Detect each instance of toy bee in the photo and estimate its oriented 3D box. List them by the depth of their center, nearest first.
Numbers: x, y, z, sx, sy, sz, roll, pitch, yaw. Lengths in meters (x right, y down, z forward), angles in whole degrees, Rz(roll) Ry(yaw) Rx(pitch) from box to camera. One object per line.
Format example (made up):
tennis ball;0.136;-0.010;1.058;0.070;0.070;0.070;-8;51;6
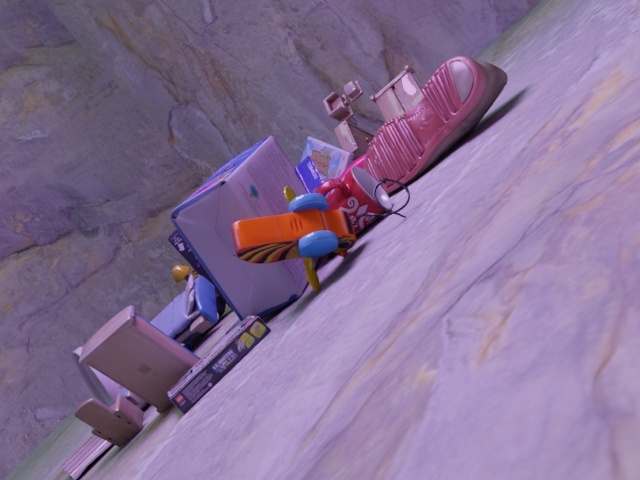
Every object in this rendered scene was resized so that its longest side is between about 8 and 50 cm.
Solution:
toy bee;0.000;0.000;1.213;0.162;0.298;0.195;82;-165;-65

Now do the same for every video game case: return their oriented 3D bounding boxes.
video game case;0.002;-0.183;1.963;0.212;0.023;0.194;31;109;50

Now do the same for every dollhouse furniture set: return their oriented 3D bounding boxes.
dollhouse furniture set;-0.383;0.193;1.409;0.286;0.198;0.303;-40;29;14
dollhouse furniture set;0.228;-0.368;1.921;0.355;0.303;0.173;-36;-30;27

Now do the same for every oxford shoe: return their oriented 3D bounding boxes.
oxford shoe;0.238;-0.220;1.440;0.146;0.141;0.397;-7;-24;-39

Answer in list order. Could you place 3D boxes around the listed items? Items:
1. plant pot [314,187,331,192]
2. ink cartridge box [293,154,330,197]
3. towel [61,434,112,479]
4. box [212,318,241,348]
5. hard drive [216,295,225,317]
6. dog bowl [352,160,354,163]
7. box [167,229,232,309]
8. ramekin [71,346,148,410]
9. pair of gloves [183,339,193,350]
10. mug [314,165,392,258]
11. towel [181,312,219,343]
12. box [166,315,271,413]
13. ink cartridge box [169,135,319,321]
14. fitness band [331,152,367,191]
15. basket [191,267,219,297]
plant pot;-0.062;-0.072;1.843;0.180;0.201;0.201;-27;-1;-27
ink cartridge box;-0.071;-0.060;1.661;0.224;0.223;0.045;-39;-25;25
towel;-0.497;0.462;1.505;0.144;0.029;0.197;-45;10;-27
box;-0.157;0.175;1.401;0.081;0.028;0.136;-36;6;41
hard drive;-0.381;0.231;1.947;0.172;0.054;0.254;-11;-17;-38
dog bowl;0.020;-0.181;2.409;0.348;0.102;0.349;-41;7;6
box;-0.264;0.030;1.905;0.143;0.270;0.165;-39;6;21
ramekin;-0.466;0.312;1.568;0.109;0.207;0.207;-33;1;-30
pair of gloves;-0.414;0.340;1.825;0.159;0.023;0.198;-40;2;26
mug;0.032;-0.062;1.366;0.169;0.150;0.113;-44;25;22
towel;-0.423;0.250;1.772;0.285;0.034;0.209;-6;-21;-42
box;-0.185;0.218;1.228;0.207;0.036;0.114;-43;7;-15
ink cartridge box;-0.120;-0.046;1.440;0.151;0.270;0.395;-26;15;23
fitness band;0.108;-0.146;1.715;0.209;0.054;0.291;-36;19;31
basket;-0.325;0.116;2.510;0.299;0.223;0.214;-34;43;49
